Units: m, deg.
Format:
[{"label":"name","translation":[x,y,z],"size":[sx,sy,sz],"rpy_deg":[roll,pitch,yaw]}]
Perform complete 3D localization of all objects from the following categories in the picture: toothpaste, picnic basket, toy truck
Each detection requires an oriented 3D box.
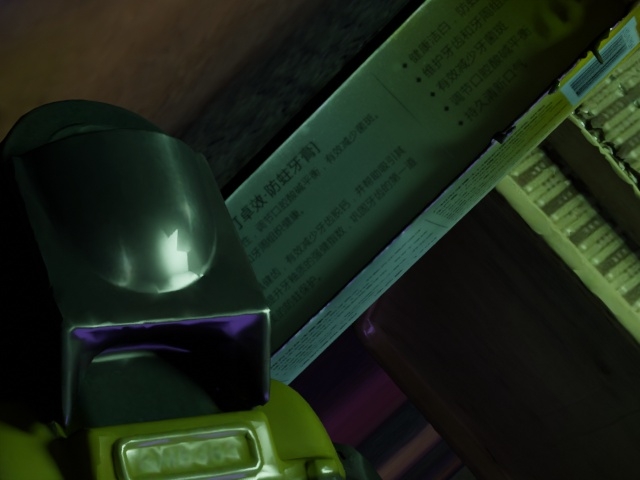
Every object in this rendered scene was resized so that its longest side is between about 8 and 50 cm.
[{"label":"toothpaste","translation":[0.000,0.000,0.729],"size":[0.313,0.071,0.089],"rpy_deg":[-45,170,8]},{"label":"picnic basket","translation":[0.169,0.028,0.973],"size":[0.175,0.228,0.313],"rpy_deg":[-37,167,-19]},{"label":"toy truck","translation":[-0.089,0.070,0.537],"size":[0.147,0.165,0.224],"rpy_deg":[-4,160,-33]}]
